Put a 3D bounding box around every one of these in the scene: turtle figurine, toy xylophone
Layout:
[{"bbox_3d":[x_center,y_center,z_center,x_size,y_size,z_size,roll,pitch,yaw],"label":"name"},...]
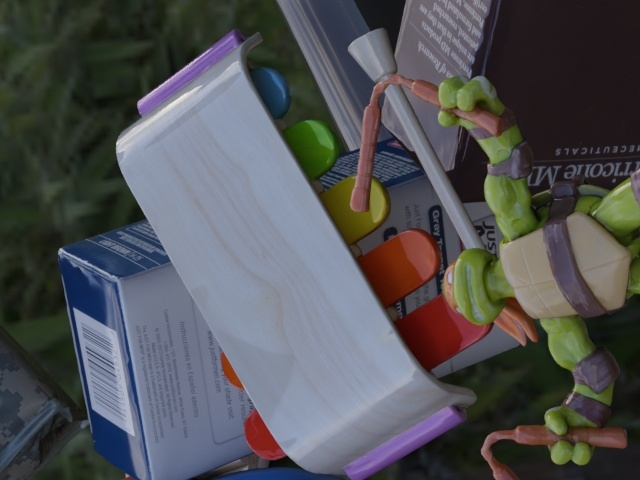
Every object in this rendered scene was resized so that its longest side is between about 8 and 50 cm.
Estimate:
[{"bbox_3d":[0.148,0.019,0.999,0.087,0.217,0.270,-32,-76,-54],"label":"turtle figurine"},{"bbox_3d":[0.000,0.000,1.304,0.323,0.236,0.081,67,-158,5],"label":"toy xylophone"}]

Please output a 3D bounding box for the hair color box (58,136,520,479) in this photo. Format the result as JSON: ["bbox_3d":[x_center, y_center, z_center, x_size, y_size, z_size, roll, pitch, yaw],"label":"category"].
[{"bbox_3d":[-0.016,0.045,1.492,0.105,0.347,0.174,23,126,54],"label":"hair color box"}]

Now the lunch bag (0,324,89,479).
[{"bbox_3d":[-0.389,0.177,1.723,0.235,0.287,0.169,44,174,10],"label":"lunch bag"}]

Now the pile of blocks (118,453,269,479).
[{"bbox_3d":[-0.144,0.240,1.883,0.149,0.112,0.362,-6,67,55],"label":"pile of blocks"}]

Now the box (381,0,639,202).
[{"bbox_3d":[0.183,-0.222,1.367,0.143,0.191,0.381,-124,37,-49],"label":"box"}]

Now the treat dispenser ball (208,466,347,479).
[{"bbox_3d":[-0.033,0.314,1.440,0.288,0.288,0.288,171,90,-83],"label":"treat dispenser ball"}]

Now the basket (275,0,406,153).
[{"bbox_3d":[0.062,-0.166,1.789,0.227,0.154,0.204,62,-166,19],"label":"basket"}]
